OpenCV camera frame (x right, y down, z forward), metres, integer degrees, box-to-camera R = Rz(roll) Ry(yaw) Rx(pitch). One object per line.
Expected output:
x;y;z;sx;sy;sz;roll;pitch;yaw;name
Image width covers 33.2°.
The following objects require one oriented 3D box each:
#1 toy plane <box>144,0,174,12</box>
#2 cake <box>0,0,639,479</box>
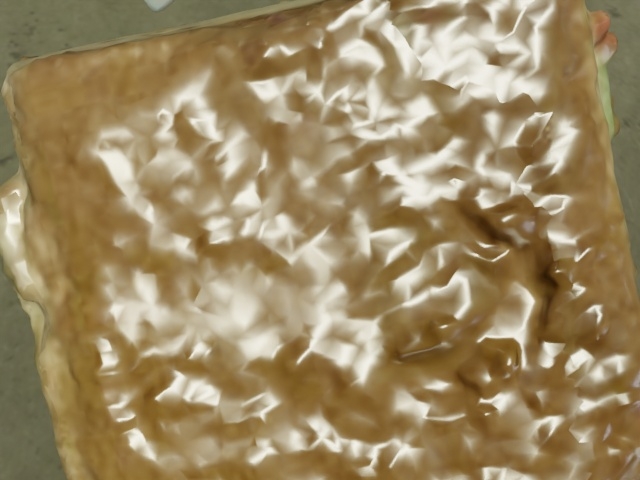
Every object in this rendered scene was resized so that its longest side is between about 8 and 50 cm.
-0.146;-0.248;0.625;0.252;0.118;0.252;3;96;29;toy plane
0.000;0.000;0.530;0.282;0.290;0.255;-12;95;5;cake
